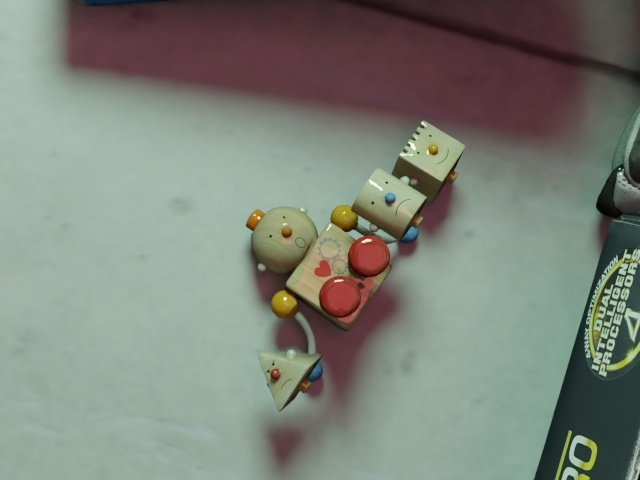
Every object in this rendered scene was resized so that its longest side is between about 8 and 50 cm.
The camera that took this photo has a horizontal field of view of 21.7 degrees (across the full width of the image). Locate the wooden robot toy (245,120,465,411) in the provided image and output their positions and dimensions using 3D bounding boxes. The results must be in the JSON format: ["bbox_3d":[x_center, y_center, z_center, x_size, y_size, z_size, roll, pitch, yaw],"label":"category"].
[{"bbox_3d":[0.000,0.000,0.872,0.079,0.076,0.173,34,81,6],"label":"wooden robot toy"}]

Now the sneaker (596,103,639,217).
[{"bbox_3d":[0.219,-0.004,0.906,0.132,0.086,0.228,-10,84,2],"label":"sneaker"}]

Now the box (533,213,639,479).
[{"bbox_3d":[0.286,0.189,0.826,0.395,0.097,0.318,15,90,-19],"label":"box"}]

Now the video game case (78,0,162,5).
[{"bbox_3d":[-0.004,-0.254,0.861,0.270,0.061,0.244,-3,86,7],"label":"video game case"}]
